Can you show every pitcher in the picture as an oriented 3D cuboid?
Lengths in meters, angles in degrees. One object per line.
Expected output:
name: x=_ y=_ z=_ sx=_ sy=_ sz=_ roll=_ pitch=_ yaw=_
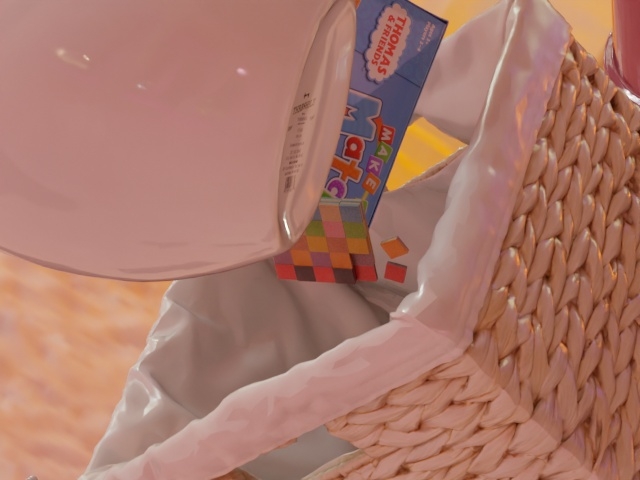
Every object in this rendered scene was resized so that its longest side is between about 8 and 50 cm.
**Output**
pitcher: x=-0.092 y=-0.066 z=0.524 sx=0.207 sy=0.125 sz=0.178 roll=14 pitch=16 yaw=11

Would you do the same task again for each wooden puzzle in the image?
wooden puzzle: x=0.000 y=0.000 z=0.770 sx=0.083 sy=0.049 sz=0.006 roll=3 pitch=42 yaw=19

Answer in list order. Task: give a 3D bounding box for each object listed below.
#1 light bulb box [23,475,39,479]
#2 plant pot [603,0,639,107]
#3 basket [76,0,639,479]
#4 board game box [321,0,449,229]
light bulb box: x=-0.412 y=0.462 z=1.667 sx=0.225 sy=0.361 sz=0.358 roll=53 pitch=-34 yaw=0
plant pot: x=0.330 y=-0.202 z=1.405 sx=0.201 sy=0.201 sz=0.180 roll=39 pitch=-18 yaw=46
basket: x=0.074 y=0.076 z=1.070 sx=0.266 sy=0.328 sz=0.331 roll=42 pitch=41 yaw=-20
board game box: x=-0.039 y=-0.103 z=0.971 sx=0.211 sy=0.160 sz=0.039 roll=26 pitch=-9 yaw=-28
